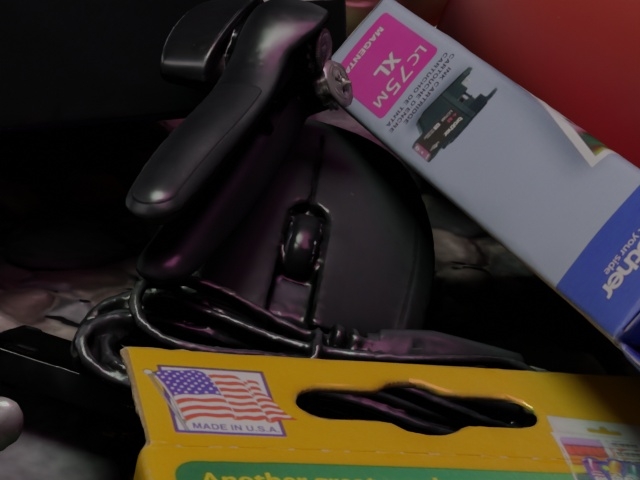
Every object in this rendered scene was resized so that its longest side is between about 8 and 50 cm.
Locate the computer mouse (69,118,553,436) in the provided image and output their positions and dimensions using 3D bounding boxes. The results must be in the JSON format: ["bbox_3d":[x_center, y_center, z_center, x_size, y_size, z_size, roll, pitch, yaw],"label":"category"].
[{"bbox_3d":[0.000,0.000,0.703,0.188,0.072,0.272,13,18,-8],"label":"computer mouse"}]

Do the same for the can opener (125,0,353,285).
[{"bbox_3d":[-0.035,-0.041,0.649,0.073,0.059,0.186,-6,33,19],"label":"can opener"}]

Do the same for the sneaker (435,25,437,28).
[{"bbox_3d":[0.094,-0.158,1.084,0.088,0.093,0.225,5,40,24],"label":"sneaker"}]

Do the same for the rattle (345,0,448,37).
[{"bbox_3d":[0.003,-0.111,0.861,0.130,0.199,0.143,27,35,-38],"label":"rattle"}]

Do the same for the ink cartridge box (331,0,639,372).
[{"bbox_3d":[0.132,0.015,0.670,0.185,0.065,0.311,36,8,-34],"label":"ink cartridge box"}]

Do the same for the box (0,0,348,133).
[{"bbox_3d":[-0.144,-0.099,0.764,0.261,0.103,0.184,-9,9,-37],"label":"box"}]

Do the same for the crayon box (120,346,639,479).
[{"bbox_3d":[0.058,0.155,0.459,0.203,0.083,0.323,5,29,-19],"label":"crayon box"}]

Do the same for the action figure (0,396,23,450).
[{"bbox_3d":[-0.165,0.095,0.458,0.137,0.063,0.232,30,25,4],"label":"action figure"}]

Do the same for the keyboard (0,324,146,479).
[{"bbox_3d":[-0.044,0.079,0.629,0.192,0.038,0.100,16,3,7],"label":"keyboard"}]

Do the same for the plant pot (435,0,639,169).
[{"bbox_3d":[0.213,-0.115,0.890,0.243,0.275,0.275,28,29,8],"label":"plant pot"}]
